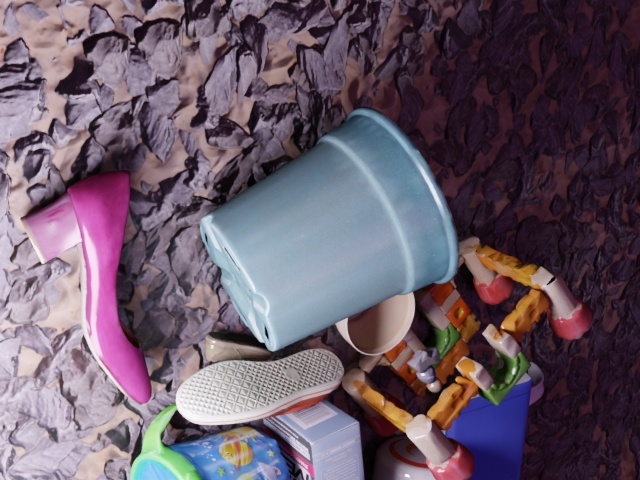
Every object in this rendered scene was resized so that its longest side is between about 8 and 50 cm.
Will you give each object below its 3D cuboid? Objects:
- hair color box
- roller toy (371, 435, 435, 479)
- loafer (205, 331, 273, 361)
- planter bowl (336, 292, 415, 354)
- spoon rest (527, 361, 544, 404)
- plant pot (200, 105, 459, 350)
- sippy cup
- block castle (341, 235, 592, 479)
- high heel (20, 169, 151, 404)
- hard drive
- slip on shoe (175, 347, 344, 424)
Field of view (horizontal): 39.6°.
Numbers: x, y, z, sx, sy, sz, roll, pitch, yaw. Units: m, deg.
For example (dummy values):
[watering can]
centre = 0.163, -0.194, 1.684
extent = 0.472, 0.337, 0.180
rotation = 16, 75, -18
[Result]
[hair color box]
centre = -0.007, 0.492, 1.720
extent = 0.113, 0.185, 0.374
rotation = -19, 114, -30
[roller toy]
centre = 0.204, 0.511, 1.871
extent = 0.209, 0.191, 0.146
rotation = -39, 137, -73
[loafer]
centre = -0.152, 0.200, 1.613
extent = 0.148, 0.056, 0.050
rotation = 18, 103, -37
[planter bowl]
centre = 0.087, 0.127, 1.718
extent = 0.162, 0.109, 0.162
rotation = -11, 111, -31
[spoon rest]
centre = 0.414, 0.360, 2.034
extent = 0.276, 0.084, 0.137
rotation = -20, 115, -29
[plant pot]
centre = 0.000, 0.000, 1.503
extent = 0.334, 0.341, 0.341
rotation = -29, 120, -15
[sippy cup]
centre = -0.181, 0.443, 1.575
extent = 0.224, 0.240, 0.305
rotation = -19, 124, -41
[block castle]
centre = 0.291, 0.236, 1.774
extent = 0.453, 0.303, 0.213
rotation = -48, 126, -12
[high heel]
centre = -0.308, 0.081, 1.414
extent = 0.181, 0.127, 0.377
rotation = -28, 116, -13
[hard drive]
centre = 0.365, 0.456, 1.999
extent = 0.210, 0.040, 0.319
rotation = -13, 123, -19
[slip on shoe]
centre = -0.107, 0.274, 1.589
extent = 0.331, 0.123, 0.101
rotation = -7, 140, -38
